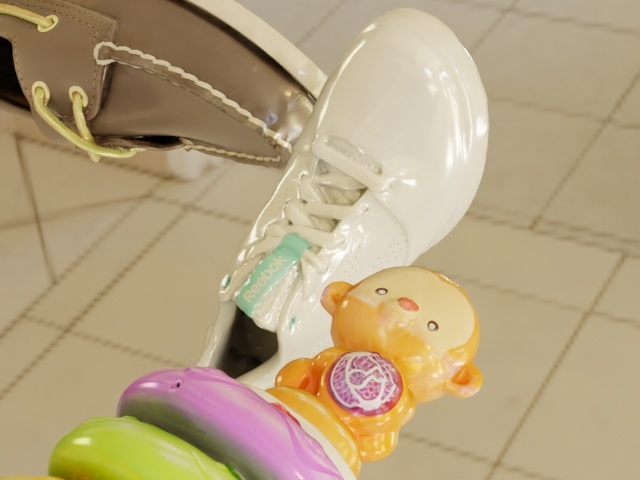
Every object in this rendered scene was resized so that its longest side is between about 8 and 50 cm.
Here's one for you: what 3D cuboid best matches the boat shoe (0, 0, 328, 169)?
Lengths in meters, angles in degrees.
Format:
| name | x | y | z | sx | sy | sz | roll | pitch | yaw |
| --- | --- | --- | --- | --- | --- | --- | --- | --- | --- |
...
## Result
| name | x | y | z | sx | sy | sz | roll | pitch | yaw |
| --- | --- | --- | --- | --- | --- | --- | --- | --- | --- |
| boat shoe | -0.121 | -0.094 | 0.846 | 0.324 | 0.116 | 0.097 | 26 | 71 | 38 |

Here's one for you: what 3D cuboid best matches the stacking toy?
| name | x | y | z | sx | sy | sz | roll | pitch | yaw |
| --- | --- | --- | --- | --- | --- | --- | --- | --- | --- |
| stacking toy | -0.043 | 0.107 | 0.501 | 0.175 | 0.166 | 0.302 | 32 | 58 | 24 |

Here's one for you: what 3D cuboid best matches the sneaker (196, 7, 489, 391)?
| name | x | y | z | sx | sy | sz | roll | pitch | yaw |
| --- | --- | --- | --- | --- | --- | --- | --- | --- | --- |
| sneaker | 0.000 | 0.000 | 0.684 | 0.080 | 0.212 | 0.094 | 38 | 38 | 18 |
